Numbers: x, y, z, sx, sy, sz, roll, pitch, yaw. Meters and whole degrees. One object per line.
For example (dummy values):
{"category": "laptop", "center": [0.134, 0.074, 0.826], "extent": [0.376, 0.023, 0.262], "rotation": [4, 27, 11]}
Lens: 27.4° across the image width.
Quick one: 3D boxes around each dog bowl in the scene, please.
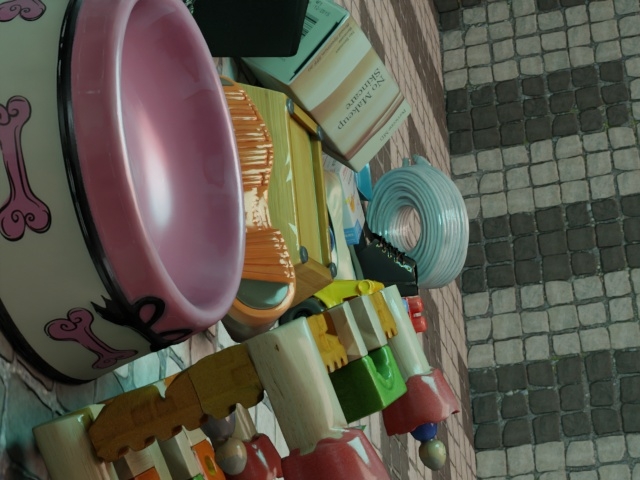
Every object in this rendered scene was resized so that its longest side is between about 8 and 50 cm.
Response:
{"category": "dog bowl", "center": [-0.195, -0.074, 1.272], "extent": [0.408, 0.150, 0.408], "rotation": [-9, 90, -77]}

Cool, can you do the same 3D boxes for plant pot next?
{"category": "plant pot", "center": [-0.096, -0.358, 1.841], "extent": [0.187, 0.188, 0.167], "rotation": [-82, 171, -52]}

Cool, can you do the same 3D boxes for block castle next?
{"category": "block castle", "center": [-0.049, 0.202, 1.270], "extent": [0.213, 0.303, 0.453], "rotation": [68, 14, 3]}

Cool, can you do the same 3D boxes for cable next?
{"category": "cable", "center": [0.195, -0.027, 2.662], "extent": [0.257, 0.089, 0.257], "rotation": [35, -61, 48]}

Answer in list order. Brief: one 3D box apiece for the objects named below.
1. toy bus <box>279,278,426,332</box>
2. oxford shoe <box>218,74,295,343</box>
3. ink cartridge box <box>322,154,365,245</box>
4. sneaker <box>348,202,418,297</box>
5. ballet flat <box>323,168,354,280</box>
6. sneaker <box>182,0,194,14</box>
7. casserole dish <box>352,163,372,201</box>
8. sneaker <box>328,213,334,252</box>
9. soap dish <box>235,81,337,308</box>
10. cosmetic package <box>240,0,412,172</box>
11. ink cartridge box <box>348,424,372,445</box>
{"category": "toy bus", "center": [0.060, 0.162, 2.031], "extent": [0.149, 0.211, 0.220], "rotation": [19, 64, -76]}
{"category": "oxford shoe", "center": [-0.127, -0.043, 1.674], "extent": [0.133, 0.130, 0.364], "rotation": [121, -37, -58]}
{"category": "ink cartridge box", "center": [0.026, -0.090, 2.373], "extent": [0.104, 0.061, 0.181], "rotation": [-74, 151, -62]}
{"category": "sneaker", "center": [0.122, 0.014, 2.573], "extent": [0.083, 0.118, 0.222], "rotation": [-69, 147, -65]}
{"category": "ballet flat", "center": [0.000, 0.000, 2.206], "extent": [0.086, 0.086, 0.248], "rotation": [35, 46, -71]}
{"category": "sneaker", "center": [-0.183, -0.274, 1.465], "extent": [0.134, 0.146, 0.343], "rotation": [-79, 156, -56]}
{"category": "casserole dish", "center": [0.066, -0.142, 2.627], "extent": [0.188, 0.037, 0.114], "rotation": [38, 44, -69]}
{"category": "sneaker", "center": [-0.034, -0.077, 2.112], "extent": [0.090, 0.081, 0.232], "rotation": [175, -98, -85]}
{"category": "soap dish", "center": [-0.064, -0.063, 1.866], "extent": [0.229, 0.118, 0.291], "rotation": [35, 48, -71]}
{"category": "cosmetic package", "center": [0.012, -0.249, 2.055], "extent": [0.129, 0.153, 0.296], "rotation": [37, -4, 32]}
{"category": "ink cartridge box", "center": [0.040, 0.383, 2.107], "extent": [0.209, 0.062, 0.109], "rotation": [-45, 124, -73]}
